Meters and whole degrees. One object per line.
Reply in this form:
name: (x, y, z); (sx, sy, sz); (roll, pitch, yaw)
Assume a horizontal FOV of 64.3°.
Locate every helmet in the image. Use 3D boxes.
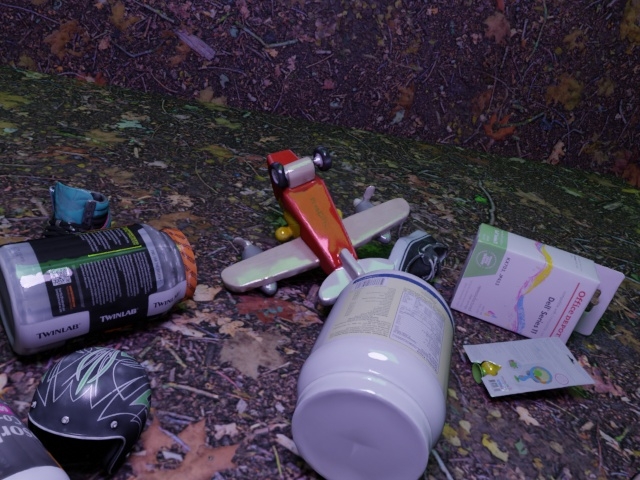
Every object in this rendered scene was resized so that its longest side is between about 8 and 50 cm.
helmet: (-0.321, 0.232, 0.721); (0.169, 0.161, 0.169); (12, 28, -6)

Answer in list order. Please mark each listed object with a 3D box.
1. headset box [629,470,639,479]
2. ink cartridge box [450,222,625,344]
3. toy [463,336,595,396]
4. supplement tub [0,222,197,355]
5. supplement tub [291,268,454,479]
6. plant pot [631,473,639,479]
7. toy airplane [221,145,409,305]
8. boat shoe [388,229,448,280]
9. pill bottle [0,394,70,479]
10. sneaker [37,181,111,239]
headset box: (0.480, 0.490, 0.636); (0.283, 0.131, 0.246); (35, 33, 32)
ink cartridge box: (0.524, 0.122, 1.238); (0.353, 0.207, 0.119); (20, 28, 12)
toy: (0.433, 0.277, 1.084); (0.237, 0.056, 0.137); (0, 35, -14)
supplement tub: (-0.404, 0.075, 0.937); (0.316, 0.193, 0.193); (-13, 38, -39)
supplement tub: (0.097, 0.218, 0.853); (0.235, 0.235, 0.325); (19, 29, 9)
plant pot: (0.520, 0.321, 0.528); (0.323, 0.280, 0.323); (12, 27, -6)
toy airplane: (0.000, 0.000, 1.229); (0.386, 0.272, 0.384); (20, 66, -6)
boat shoe: (0.262, 0.050, 1.343); (0.119, 0.121, 0.335); (20, 27, 21)
pill bottle: (-0.391, 0.295, 0.583); (0.278, 0.162, 0.162); (30, 32, 27)
sneaker: (-0.542, -0.027, 1.073); (0.124, 0.178, 0.295); (16, 29, 5)
